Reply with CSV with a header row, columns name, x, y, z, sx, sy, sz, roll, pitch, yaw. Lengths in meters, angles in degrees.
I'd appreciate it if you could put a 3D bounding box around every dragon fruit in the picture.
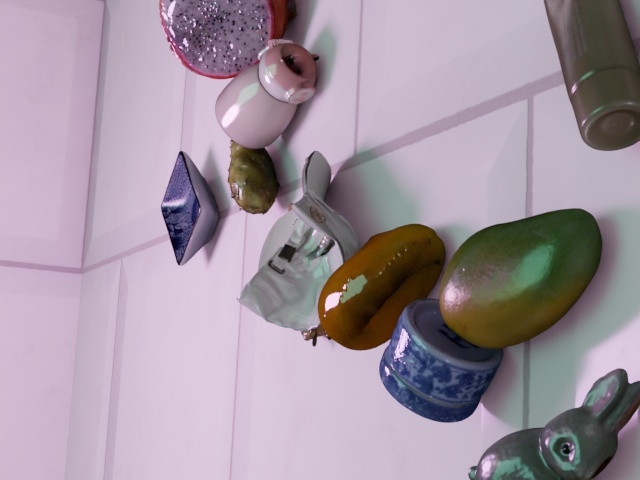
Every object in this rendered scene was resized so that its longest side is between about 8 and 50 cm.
name,x,y,z,sx,sy,sz,roll,pitch,yaw
dragon fruit,-0.186,-0.490,2.162,0.189,0.290,0.291,-60,-7,-61

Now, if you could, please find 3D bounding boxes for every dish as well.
name,x,y,z,sx,sy,sz,roll,pitch,yaw
dish,-0.304,-0.075,2.485,0.182,0.080,0.243,-66,32,32

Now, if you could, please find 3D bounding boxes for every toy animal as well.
name,x,y,z,sx,sy,sz,roll,pitch,yaw
toy animal,0.269,0.244,1.172,0.236,0.138,0.108,-63,-2,41

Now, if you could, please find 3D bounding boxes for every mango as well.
name,x,y,z,sx,sy,sz,roll,pitch,yaw
mango,0.091,0.070,1.561,0.236,0.136,0.166,-48,-6,20
mango,0.249,0.047,1.287,0.251,0.114,0.156,-26,47,45

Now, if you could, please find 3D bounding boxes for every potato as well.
name,x,y,z,sx,sy,sz,roll,pitch,yaw
potato,-0.141,-0.139,2.129,0.090,0.117,0.225,-28,39,17

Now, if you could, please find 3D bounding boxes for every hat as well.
name,x,y,z,sx,sy,sz,roll,pitch,yaw
hat,-0.007,0.000,1.816,0.258,0.168,0.301,-56,11,40

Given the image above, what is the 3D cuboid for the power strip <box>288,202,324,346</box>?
name,x,y,z,sx,sy,sz,roll,pitch,yaw
power strip,-0.023,0.059,1.916,0.064,0.044,0.305,-51,38,46

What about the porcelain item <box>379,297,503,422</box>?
name,x,y,z,sx,sy,sz,roll,pitch,yaw
porcelain item,0.158,0.163,1.391,0.114,0.147,0.147,-67,30,28

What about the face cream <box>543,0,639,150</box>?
name,x,y,z,sx,sy,sz,roll,pitch,yaw
face cream,0.323,-0.260,1.257,0.137,0.084,0.341,114,158,-50

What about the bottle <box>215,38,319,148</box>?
name,x,y,z,sx,sy,sz,roll,pitch,yaw
bottle,-0.094,-0.299,2.053,0.236,0.147,0.148,-40,48,44
